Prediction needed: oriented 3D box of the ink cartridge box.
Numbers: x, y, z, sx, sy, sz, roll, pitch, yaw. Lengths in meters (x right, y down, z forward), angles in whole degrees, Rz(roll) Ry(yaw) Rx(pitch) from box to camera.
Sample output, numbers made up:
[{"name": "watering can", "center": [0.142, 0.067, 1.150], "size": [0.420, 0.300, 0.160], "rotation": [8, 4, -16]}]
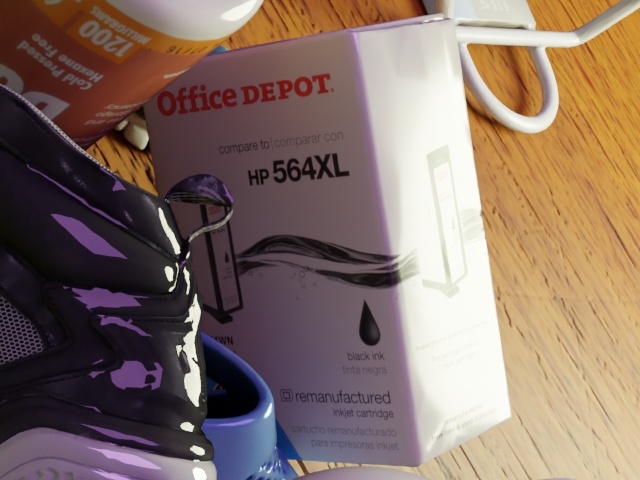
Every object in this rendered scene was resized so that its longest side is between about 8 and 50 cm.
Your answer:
[{"name": "ink cartridge box", "center": [0.000, 0.000, 0.754], "size": [0.086, 0.148, 0.203], "rotation": [-17, 99, -48]}]

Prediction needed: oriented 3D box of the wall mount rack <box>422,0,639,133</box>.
[{"name": "wall mount rack", "center": [0.099, -0.258, 1.104], "size": [0.304, 0.130, 0.350], "rotation": [-5, 69, -49]}]

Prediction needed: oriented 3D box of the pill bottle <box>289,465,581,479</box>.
[{"name": "pill bottle", "center": [-0.027, 0.187, 0.504], "size": [0.181, 0.323, 0.182], "rotation": [27, 47, -34]}]

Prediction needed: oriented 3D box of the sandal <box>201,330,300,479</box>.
[{"name": "sandal", "center": [-0.069, 0.100, 0.673], "size": [0.317, 0.138, 0.126], "rotation": [45, 37, -19]}]

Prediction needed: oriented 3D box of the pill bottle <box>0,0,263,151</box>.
[{"name": "pill bottle", "center": [-0.132, -0.093, 0.667], "size": [0.121, 0.216, 0.121], "rotation": [27, 47, -33]}]

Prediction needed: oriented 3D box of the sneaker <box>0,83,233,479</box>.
[{"name": "sneaker", "center": [-0.162, 0.017, 0.552], "size": [0.268, 0.101, 0.153], "rotation": [9, 83, -1]}]

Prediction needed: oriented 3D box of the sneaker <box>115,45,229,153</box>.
[{"name": "sneaker", "center": [-0.115, -0.108, 0.809], "size": [0.166, 0.076, 0.065], "rotation": [23, 49, -36]}]
